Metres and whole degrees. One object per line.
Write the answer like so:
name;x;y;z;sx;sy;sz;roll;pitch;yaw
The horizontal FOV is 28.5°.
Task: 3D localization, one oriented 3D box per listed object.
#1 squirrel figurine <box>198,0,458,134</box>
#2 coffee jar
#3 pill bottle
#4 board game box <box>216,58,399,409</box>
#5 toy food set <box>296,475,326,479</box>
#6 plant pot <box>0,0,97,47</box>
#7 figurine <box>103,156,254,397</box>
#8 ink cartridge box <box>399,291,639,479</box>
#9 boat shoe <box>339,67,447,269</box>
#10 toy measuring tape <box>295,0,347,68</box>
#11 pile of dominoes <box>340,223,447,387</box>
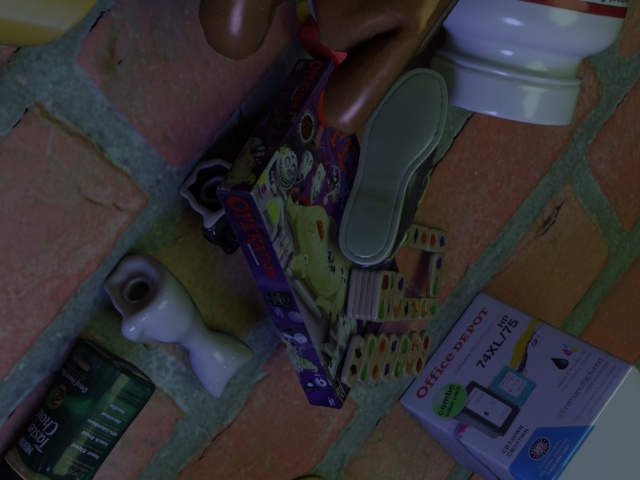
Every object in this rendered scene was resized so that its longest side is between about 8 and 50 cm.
squirrel figurine;-0.009;-0.351;1.087;0.397;0.370;0.281;-54;180;37
coffee jar;-0.256;0.200;1.295;0.079;0.096;0.184;37;82;-41
pill bottle;0.243;-0.345;1.395;0.229;0.229;0.407;-1;110;-41
board game box;0.000;0.000;1.382;0.347;0.056;0.208;69;34;-43
toy food set;-0.045;0.394;1.581;0.218;0.071;0.128;-33;127;-26
plant pot;-0.283;-0.251;0.909;0.239;0.254;0.254;15;99;-57
figurine;-0.106;0.053;1.373;0.215;0.092;0.209;-52;137;-9
ink cartridge box;0.289;0.234;1.662;0.198;0.270;0.197;-52;132;-10
boat shoe;0.080;-0.077;1.377;0.068;0.081;0.227;47;64;-75
toy measuring tape;0.063;-0.200;1.384;0.121;0.121;0.330;-49;133;-13
pile of dominoes;0.105;0.077;1.507;0.251;0.040;0.196;7;90;-62
